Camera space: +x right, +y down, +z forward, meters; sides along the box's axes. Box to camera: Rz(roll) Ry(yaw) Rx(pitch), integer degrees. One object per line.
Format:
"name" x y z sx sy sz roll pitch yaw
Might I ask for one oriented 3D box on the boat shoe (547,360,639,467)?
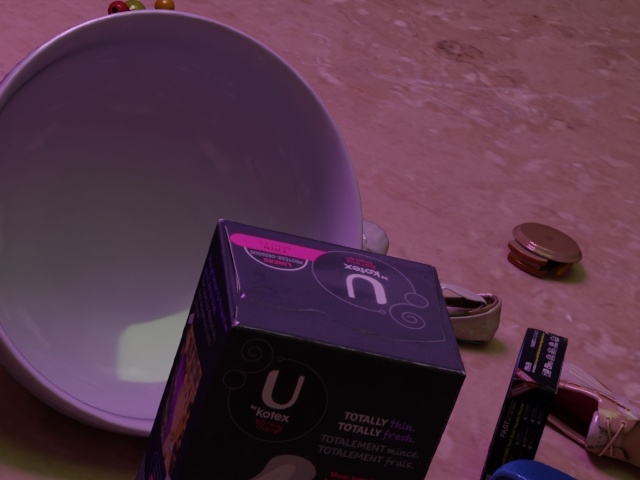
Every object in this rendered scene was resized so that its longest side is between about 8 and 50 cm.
"boat shoe" 0.252 0.165 1.733 0.170 0.063 0.059 27 30 34

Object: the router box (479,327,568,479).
"router box" 0.169 0.147 1.640 0.038 0.122 0.092 18 27 6

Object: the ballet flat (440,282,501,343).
"ballet flat" 0.091 0.059 1.822 0.168 0.052 0.057 6 31 -24

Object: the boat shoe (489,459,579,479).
"boat shoe" 0.241 0.263 1.526 0.258 0.089 0.109 30 16 29

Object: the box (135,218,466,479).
"box" -0.026 0.145 1.360 0.165 0.270 0.143 13 29 -14

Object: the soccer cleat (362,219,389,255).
"soccer cleat" 0.000 0.000 1.844 0.196 0.076 0.068 -11 41 -45

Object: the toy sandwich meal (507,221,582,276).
"toy sandwich meal" 0.231 0.011 2.028 0.085 0.029 0.085 17 23 -8

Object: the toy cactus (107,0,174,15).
"toy cactus" -0.121 -0.176 2.045 0.219 0.112 0.180 35 8 1

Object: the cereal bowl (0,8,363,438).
"cereal bowl" -0.144 -0.007 1.580 0.339 0.339 0.141 6 -11 -24
